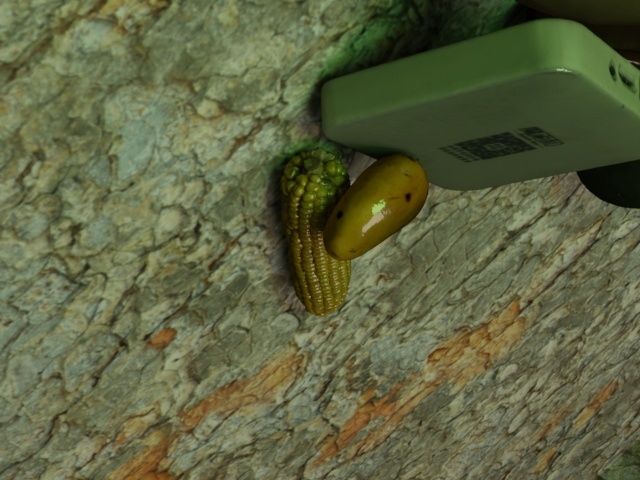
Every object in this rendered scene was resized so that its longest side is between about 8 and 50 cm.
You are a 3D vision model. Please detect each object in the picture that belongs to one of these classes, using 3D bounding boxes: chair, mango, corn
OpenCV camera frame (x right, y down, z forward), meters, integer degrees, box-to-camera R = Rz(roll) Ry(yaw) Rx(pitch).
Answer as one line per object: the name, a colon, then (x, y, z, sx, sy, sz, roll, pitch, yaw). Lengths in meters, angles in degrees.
chair: (0.452, -0.239, 1.622, 0.226, 0.226, 0.401, -40, 143, -2)
mango: (0.075, -0.047, 1.446, 0.178, 0.090, 0.115, -37, 162, -34)
corn: (-0.001, 0.003, 1.556, 0.102, 0.102, 0.313, -27, 140, -18)

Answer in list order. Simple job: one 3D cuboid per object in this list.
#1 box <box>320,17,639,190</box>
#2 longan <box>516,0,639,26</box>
box: (0.238, -0.166, 1.444, 0.373, 0.090, 0.367, -11, 162, 36)
longan: (0.320, -0.433, 1.156, 0.436, 0.404, 0.404, 5, 126, -19)
